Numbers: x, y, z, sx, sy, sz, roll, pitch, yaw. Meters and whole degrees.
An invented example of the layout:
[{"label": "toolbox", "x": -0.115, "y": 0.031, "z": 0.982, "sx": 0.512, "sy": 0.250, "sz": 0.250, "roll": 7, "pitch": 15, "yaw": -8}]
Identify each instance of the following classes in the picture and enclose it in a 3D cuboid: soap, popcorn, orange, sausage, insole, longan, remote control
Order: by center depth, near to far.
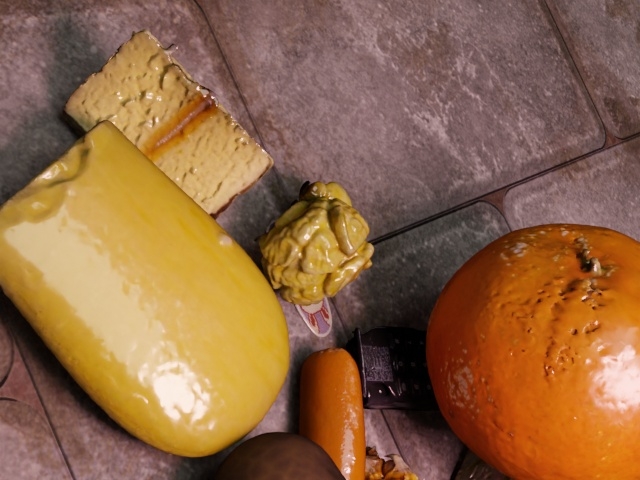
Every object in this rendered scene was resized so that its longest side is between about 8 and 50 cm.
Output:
[{"label": "longan", "x": -0.045, "y": 0.349, "z": 1.133, "sx": 0.212, "sy": 0.198, "sz": 0.198, "roll": 40, "pitch": 50, "yaw": -3}, {"label": "soap", "x": -0.213, "y": 0.074, "z": 1.163, "sx": 0.427, "sy": 0.115, "sz": 0.306, "roll": 50, "pitch": 44, "yaw": -12}, {"label": "sausage", "x": 0.018, "y": 0.269, "z": 1.277, "sx": 0.098, "sy": 0.098, "sz": 0.238, "roll": 18, "pitch": 58, "yaw": -33}, {"label": "orange", "x": 0.357, "y": 0.152, "z": 1.307, "sx": 0.424, "sy": 0.423, "sz": 0.326, "roll": -43, "pitch": 139, "yaw": -42}, {"label": "popcorn", "x": -0.006, "y": 0.009, "z": 1.339, "sx": 0.173, "sy": 0.168, "sz": 0.195, "roll": 32, "pitch": 15, "yaw": -12}, {"label": "insole", "x": -0.031, "y": 0.056, "z": 1.394, "sx": 0.065, "sy": 0.004, "sz": 0.197, "roll": -22, "pitch": 86, "yaw": -43}, {"label": "remote control", "x": 0.201, "y": 0.217, "z": 1.475, "sx": 0.398, "sy": 0.062, "sz": 0.145, "roll": 10, "pitch": 66, "yaw": -38}]

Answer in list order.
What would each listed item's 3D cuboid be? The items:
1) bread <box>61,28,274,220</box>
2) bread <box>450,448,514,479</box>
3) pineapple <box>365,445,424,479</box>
[{"label": "bread", "x": -0.210, "y": -0.147, "z": 1.264, "sx": 0.178, "sy": 0.142, "sz": 0.266, "roll": -44, "pitch": 106, "yaw": 0}, {"label": "bread", "x": 0.321, "y": 0.385, "z": 1.441, "sx": 0.156, "sy": 0.158, "sz": 0.261, "roll": 48, "pitch": 51, "yaw": -17}, {"label": "pineapple", "x": 0.129, "y": 0.452, "z": 1.247, "sx": 0.161, "sy": 0.158, "sz": 0.335, "roll": -14, "pitch": 81, "yaw": -42}]
